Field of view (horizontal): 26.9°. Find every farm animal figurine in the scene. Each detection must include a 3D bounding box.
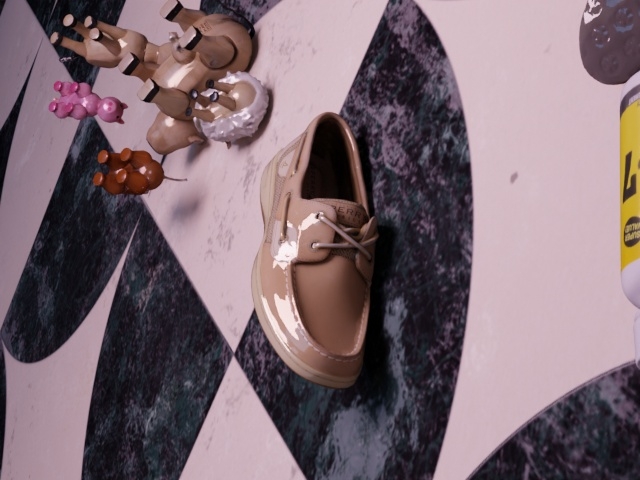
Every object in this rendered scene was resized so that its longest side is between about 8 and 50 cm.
[{"bbox_3d":[-0.218,-0.219,1.905,0.327,0.172,0.330,-33,59,27],"label":"farm animal figurine"}]

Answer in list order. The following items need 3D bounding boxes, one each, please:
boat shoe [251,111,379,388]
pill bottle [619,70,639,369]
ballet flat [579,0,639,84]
[{"bbox_3d":[0.000,0.000,1.420,0.110,0.122,0.341,-52,33,37],"label":"boat shoe"},{"bbox_3d":[0.267,-0.013,0.924,0.119,0.119,0.208,-29,51,54],"label":"pill bottle"},{"bbox_3d":[0.286,-0.243,1.092,0.084,0.058,0.250,29,111,26],"label":"ballet flat"}]
